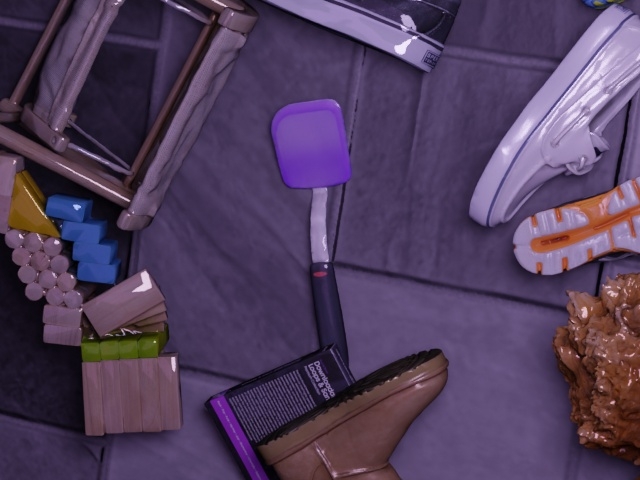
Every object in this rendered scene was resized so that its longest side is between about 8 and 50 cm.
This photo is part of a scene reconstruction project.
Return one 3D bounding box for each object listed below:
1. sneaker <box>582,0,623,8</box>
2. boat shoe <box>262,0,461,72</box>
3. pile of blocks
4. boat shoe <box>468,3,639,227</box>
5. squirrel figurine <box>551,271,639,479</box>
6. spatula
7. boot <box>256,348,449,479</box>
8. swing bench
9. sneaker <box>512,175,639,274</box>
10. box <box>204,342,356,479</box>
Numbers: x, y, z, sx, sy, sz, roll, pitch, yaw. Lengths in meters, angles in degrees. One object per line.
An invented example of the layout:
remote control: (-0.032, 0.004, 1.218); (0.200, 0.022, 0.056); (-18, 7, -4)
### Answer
sneaker: (0.329, -0.293, 1.481); (0.188, 0.067, 0.078); (-25, 89, 21)
boat shoe: (-0.004, -0.279, 1.576); (0.306, 0.113, 0.105); (25, 95, 13)
pile of blocks: (-0.251, 0.045, 1.683); (0.149, 0.112, 0.362); (-27, 98, 7)
boat shoe: (0.245, -0.107, 1.509); (0.084, 0.095, 0.258); (39, 106, 17)
squirrel figurine: (0.356, 0.222, 1.439); (0.370, 0.281, 0.397); (-24, 71, 29)
spatula: (0.000, 0.000, 1.635); (0.084, 0.030, 0.296); (-5, 93, 20)
boot: (0.092, 0.271, 1.581); (0.236, 0.089, 0.269); (-31, 94, 21)
swing bench: (-0.219, -0.184, 1.634); (0.255, 0.165, 0.253); (32, 103, 9)
sneaker: (0.298, -0.019, 1.506); (0.215, 0.083, 0.084); (-9, 90, 15)
box: (-0.028, 0.192, 1.648); (0.162, 0.029, 0.116); (-24, 99, 20)
